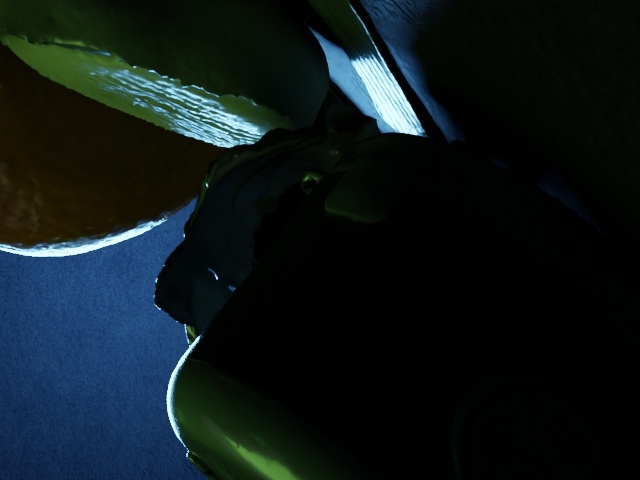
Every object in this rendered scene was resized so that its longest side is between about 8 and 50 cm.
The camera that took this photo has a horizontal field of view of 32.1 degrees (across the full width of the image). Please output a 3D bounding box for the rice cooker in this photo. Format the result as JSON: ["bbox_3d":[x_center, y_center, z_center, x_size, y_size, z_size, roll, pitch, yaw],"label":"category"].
[{"bbox_3d":[0.072,0.091,0.749,0.288,0.277,0.288,34,162,13],"label":"rice cooker"}]

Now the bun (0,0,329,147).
[{"bbox_3d":[-0.120,-0.173,0.919,0.287,0.146,0.287,21,176,1],"label":"bun"}]

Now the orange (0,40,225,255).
[{"bbox_3d":[-0.301,-0.176,1.200,0.424,0.326,0.424,20,-133,-23],"label":"orange"}]

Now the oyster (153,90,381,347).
[{"bbox_3d":[-0.017,-0.021,0.893,0.100,0.275,0.271,47,168,21],"label":"oyster"}]

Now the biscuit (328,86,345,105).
[{"bbox_3d":[0.007,-0.132,1.157,0.220,0.029,0.142,45,179,-15],"label":"biscuit"}]

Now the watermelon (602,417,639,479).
[{"bbox_3d":[0.192,0.211,0.969,0.269,0.269,0.269,45,178,2],"label":"watermelon"}]

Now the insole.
[{"bbox_3d":[0.011,-0.156,0.787,0.119,0.009,0.348,43,177,40],"label":"insole"}]
